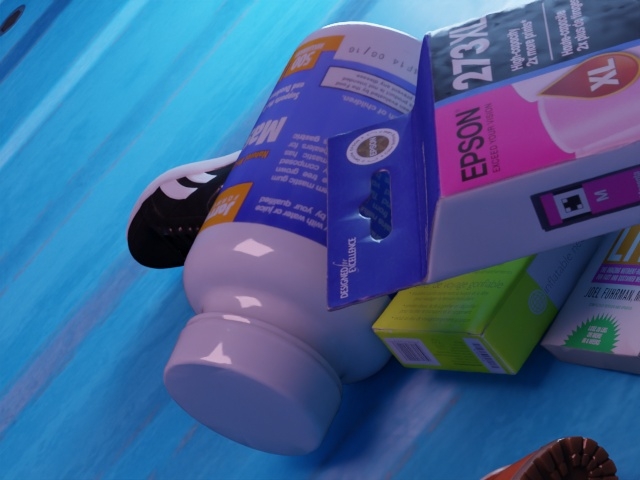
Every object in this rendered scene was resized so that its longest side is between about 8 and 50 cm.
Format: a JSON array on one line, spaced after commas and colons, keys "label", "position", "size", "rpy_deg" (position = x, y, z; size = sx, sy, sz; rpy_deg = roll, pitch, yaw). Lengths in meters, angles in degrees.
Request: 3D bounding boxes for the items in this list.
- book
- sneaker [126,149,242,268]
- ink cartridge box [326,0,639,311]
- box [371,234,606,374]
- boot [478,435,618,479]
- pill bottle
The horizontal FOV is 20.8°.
[{"label": "book", "position": [0.196, 0.010, 1.007], "size": [0.144, 0.035, 0.096], "rpy_deg": [-58, 24, -15]}, {"label": "sneaker", "position": [-0.087, -0.004, 1.383], "size": [0.217, 0.079, 0.121], "rpy_deg": [-26, 33, 34]}, {"label": "ink cartridge box", "position": [0.167, -0.081, 0.997], "size": [0.371, 0.069, 0.176], "rpy_deg": [-18, 36, 14]}, {"label": "box", "position": [0.121, 0.003, 1.090], "size": [0.109, 0.042, 0.178], "rpy_deg": [-1, 45, 55]}, {"label": "boot", "position": [0.079, 0.165, 0.911], "size": [0.158, 0.059, 0.084], "rpy_deg": [-35, 2, -20]}, {"label": "pill bottle", "position": [0.000, 0.000, 1.170], "size": [0.152, 0.152, 0.272], "rpy_deg": [-13, 43, 49]}]
